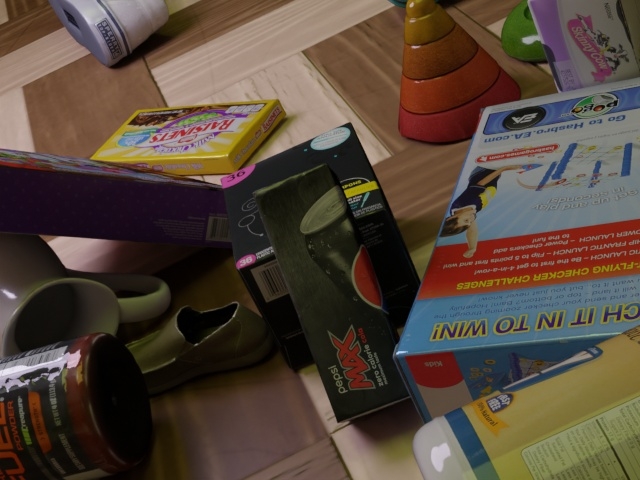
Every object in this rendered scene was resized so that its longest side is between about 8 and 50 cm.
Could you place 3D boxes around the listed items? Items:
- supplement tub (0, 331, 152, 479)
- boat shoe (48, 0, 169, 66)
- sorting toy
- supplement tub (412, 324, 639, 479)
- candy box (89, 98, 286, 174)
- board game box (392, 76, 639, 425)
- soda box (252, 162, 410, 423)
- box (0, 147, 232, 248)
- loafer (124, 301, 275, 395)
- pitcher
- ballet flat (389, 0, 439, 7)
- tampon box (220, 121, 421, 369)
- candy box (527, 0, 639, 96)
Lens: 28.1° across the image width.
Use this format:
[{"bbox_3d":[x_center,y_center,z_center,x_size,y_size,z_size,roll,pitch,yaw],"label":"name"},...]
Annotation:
[{"bbox_3d":[-0.232,0.140,0.950,0.198,0.106,0.106,-17,31,15],"label":"supplement tub"},{"bbox_3d":[-0.296,-0.363,1.775,0.156,0.135,0.367,-31,33,-11],"label":"boat shoe"},{"bbox_3d":[0.201,-0.240,1.222,0.366,0.126,0.127,-38,32,-20],"label":"sorting toy"},{"bbox_3d":[0.162,0.122,0.647,0.200,0.144,0.144,-25,30,0],"label":"supplement tub"},{"bbox_3d":[-0.145,-0.108,1.361,0.206,0.027,0.105,0,41,37],"label":"candy box"},{"bbox_3d":[0.236,-0.005,0.856,0.308,0.086,0.302,-8,34,27],"label":"board game box"},{"bbox_3d":[0.011,0.036,0.877,0.060,0.168,0.053,-22,-7,6],"label":"soda box"},{"bbox_3d":[-0.239,-0.044,1.124,0.293,0.057,0.201,5,6,-42],"label":"box"},{"bbox_3d":[-0.109,0.080,1.009,0.148,0.050,0.056,-18,30,12],"label":"loafer"},{"bbox_3d":[-0.249,0.046,1.119,0.178,0.125,0.207,-13,22,-41],"label":"pitcher"},{"bbox_3d":[0.180,-0.329,1.430,0.247,0.083,0.087,-20,16,4],"label":"ballet flat"},{"bbox_3d":[0.000,0.000,1.005,0.120,0.101,0.161,-23,30,3],"label":"tampon box"},{"bbox_3d":[0.240,-0.177,1.050,0.070,0.164,0.196,-9,33,26],"label":"candy box"}]
